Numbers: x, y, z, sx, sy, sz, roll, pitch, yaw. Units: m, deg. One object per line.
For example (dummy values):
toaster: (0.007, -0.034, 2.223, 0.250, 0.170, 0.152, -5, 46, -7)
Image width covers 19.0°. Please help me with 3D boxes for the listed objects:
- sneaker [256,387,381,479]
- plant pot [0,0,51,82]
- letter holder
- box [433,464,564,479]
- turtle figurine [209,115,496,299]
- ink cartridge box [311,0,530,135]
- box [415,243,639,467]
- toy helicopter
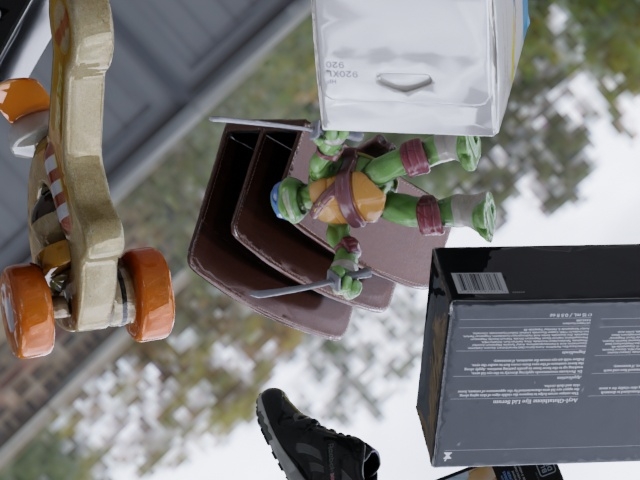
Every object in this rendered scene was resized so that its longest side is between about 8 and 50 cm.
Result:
sneaker: (0.016, 0.294, 2.539, 0.124, 0.107, 0.283, -32, -127, 3)
plant pot: (-0.324, -0.227, 1.740, 0.187, 0.188, 0.167, -61, 170, -4)
letter holder: (0.000, 0.000, 2.462, 0.152, 0.302, 0.214, 3, -109, 47)
box: (0.133, 0.320, 2.175, 0.290, 0.087, 0.169, -20, 168, -3)
turtle figurine: (0.048, -0.039, 2.152, 0.266, 0.198, 0.274, -8, 168, 19)
ink cartridge box: (0.099, -0.227, 1.817, 0.171, 0.168, 0.233, 2, -147, 12)
box: (0.228, 0.104, 1.733, 0.261, 0.184, 0.103, 0, -151, -8)
toy helicopter: (-0.216, -0.084, 1.660, 0.140, 0.355, 0.235, -8, -138, -20)
